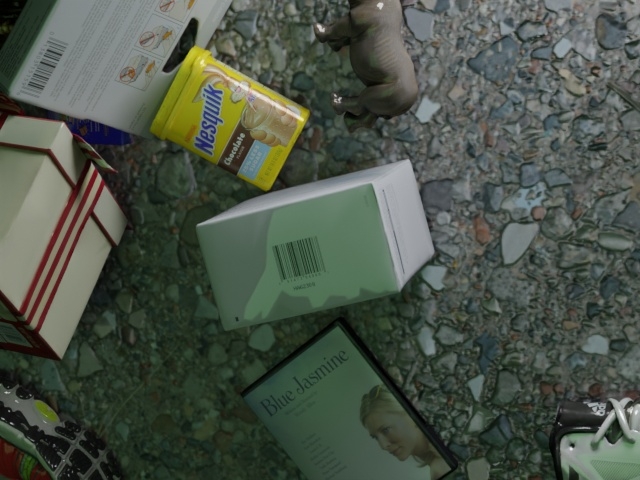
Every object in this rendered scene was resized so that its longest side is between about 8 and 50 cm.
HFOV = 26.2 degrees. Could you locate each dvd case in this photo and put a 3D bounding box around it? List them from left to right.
[{"bbox_3d":[0.037,0.250,1.829,0.180,0.022,0.253,-39,90,18],"label":"dvd case"}]

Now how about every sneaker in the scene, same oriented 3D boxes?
[{"bbox_3d":[-0.393,0.303,1.926,0.279,0.107,0.118,42,126,6],"label":"sneaker"},{"bbox_3d":[0.424,0.214,1.645,0.257,0.169,0.447,25,109,6],"label":"sneaker"}]

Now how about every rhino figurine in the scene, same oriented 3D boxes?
[{"bbox_3d":[0.052,-0.259,1.694,0.106,0.073,0.243,-11,97,20],"label":"rhino figurine"}]

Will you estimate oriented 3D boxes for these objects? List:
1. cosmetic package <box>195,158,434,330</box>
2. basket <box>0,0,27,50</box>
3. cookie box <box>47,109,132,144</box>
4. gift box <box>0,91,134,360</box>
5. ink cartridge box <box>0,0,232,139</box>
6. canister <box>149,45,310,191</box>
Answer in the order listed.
[{"bbox_3d":[0.000,0.000,1.680,0.224,0.224,0.138,-13,95,16],"label":"cosmetic package"},{"bbox_3d":[-0.467,-0.294,1.741,0.299,0.223,0.213,-1,101,14],"label":"basket"},{"bbox_3d":[-0.304,-0.173,1.819,0.107,0.040,0.092,4,102,14],"label":"cookie box"},{"bbox_3d":[-0.388,-0.016,1.734,0.276,0.255,0.258,10,62,17],"label":"gift box"},{"bbox_3d":[-0.243,-0.276,1.704,0.060,0.239,0.275,43,107,36],"label":"ink cartridge box"},{"bbox_3d":[-0.113,-0.153,1.747,0.170,0.073,0.126,28,108,-2],"label":"canister"}]
